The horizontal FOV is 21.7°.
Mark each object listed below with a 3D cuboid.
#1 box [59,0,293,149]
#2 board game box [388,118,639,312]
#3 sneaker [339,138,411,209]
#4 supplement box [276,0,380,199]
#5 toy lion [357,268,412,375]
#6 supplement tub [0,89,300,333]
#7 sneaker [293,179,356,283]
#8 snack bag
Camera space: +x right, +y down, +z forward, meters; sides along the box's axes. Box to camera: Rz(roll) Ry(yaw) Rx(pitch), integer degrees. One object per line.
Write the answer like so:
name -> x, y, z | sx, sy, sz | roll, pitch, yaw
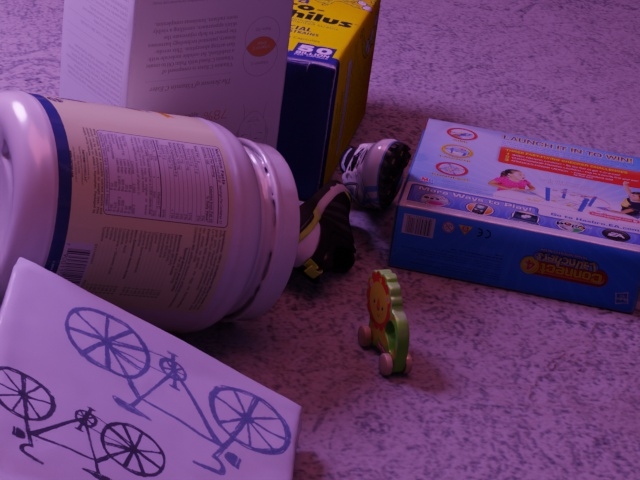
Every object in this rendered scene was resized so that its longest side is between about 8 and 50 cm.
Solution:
box -> -0.176, -0.170, 1.970 | 0.215, 0.345, 0.168 | -11, 31, -34
board game box -> 0.260, -0.039, 2.131 | 0.308, 0.086, 0.302 | 11, 26, 7
sneaker -> 0.062, -0.087, 2.087 | 0.086, 0.085, 0.237 | 25, -6, 2
supplement box -> -0.048, -0.224, 2.294 | 0.194, 0.195, 0.356 | 12, 25, 7
toy lion -> 0.072, 0.083, 1.812 | 0.034, 0.096, 0.100 | -3, 28, -21
supplement tub -> -0.209, -0.023, 1.756 | 0.324, 0.235, 0.235 | 6, 23, -34
sneaker -> 0.000, 0.000, 2.013 | 0.097, 0.084, 0.234 | 50, 22, -1
snack bag -> -0.157, 0.182, 1.463 | 0.323, 0.037, 0.342 | 30, 27, -15
